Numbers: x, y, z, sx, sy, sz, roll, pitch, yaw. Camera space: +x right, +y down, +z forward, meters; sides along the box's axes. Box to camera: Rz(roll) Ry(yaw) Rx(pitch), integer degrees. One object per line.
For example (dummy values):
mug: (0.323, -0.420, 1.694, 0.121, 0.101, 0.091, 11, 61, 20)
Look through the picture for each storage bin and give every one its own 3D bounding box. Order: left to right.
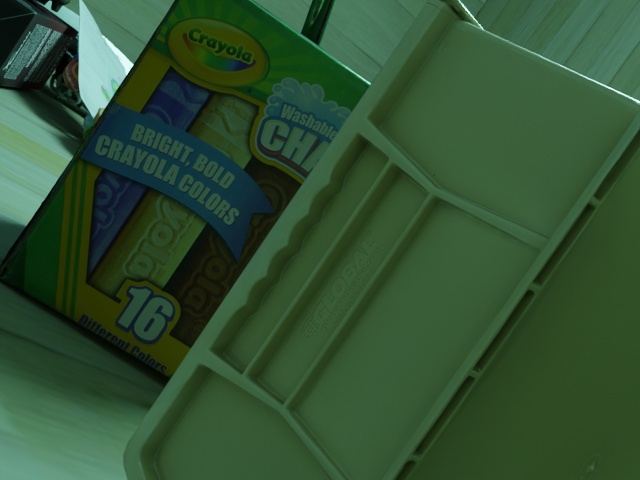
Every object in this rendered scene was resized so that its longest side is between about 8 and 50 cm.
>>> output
storage bin: (0.087, 0.074, 0.463, 0.262, 0.260, 0.123, 31, 5, -46)

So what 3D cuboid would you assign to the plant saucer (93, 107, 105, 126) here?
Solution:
plant saucer: (-0.209, -0.086, 1.212, 0.200, 0.037, 0.200, 43, 8, -7)

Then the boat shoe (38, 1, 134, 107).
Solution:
boat shoe: (-0.359, -0.249, 1.496, 0.306, 0.105, 0.113, 43, -19, -25)

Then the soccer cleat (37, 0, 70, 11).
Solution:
soccer cleat: (-0.399, -0.407, 1.298, 0.289, 0.121, 0.093, 37, 5, 33)

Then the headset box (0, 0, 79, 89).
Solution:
headset box: (-0.460, -0.306, 1.287, 0.218, 0.110, 0.293, 35, 4, -6)

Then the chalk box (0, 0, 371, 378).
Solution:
chalk box: (-0.053, -0.063, 0.665, 0.179, 0.289, 0.180, 35, 5, -12)

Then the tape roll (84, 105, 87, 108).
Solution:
tape roll: (-0.306, -0.210, 1.691, 0.219, 0.072, 0.219, 36, 5, -3)

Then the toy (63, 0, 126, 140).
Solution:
toy: (-0.316, -0.212, 1.337, 0.137, 0.056, 0.237, 63, 7, -46)
